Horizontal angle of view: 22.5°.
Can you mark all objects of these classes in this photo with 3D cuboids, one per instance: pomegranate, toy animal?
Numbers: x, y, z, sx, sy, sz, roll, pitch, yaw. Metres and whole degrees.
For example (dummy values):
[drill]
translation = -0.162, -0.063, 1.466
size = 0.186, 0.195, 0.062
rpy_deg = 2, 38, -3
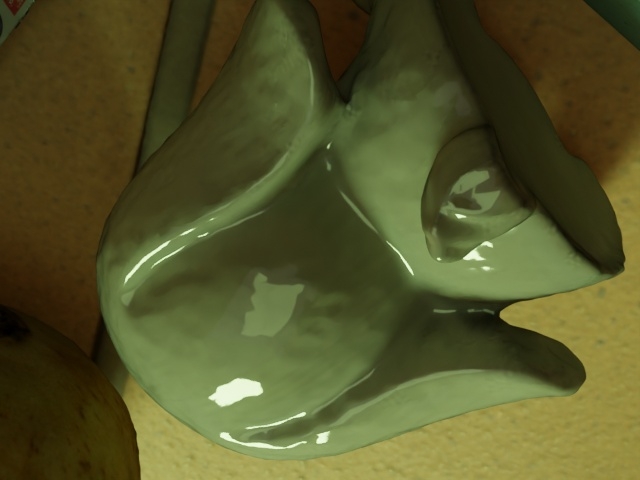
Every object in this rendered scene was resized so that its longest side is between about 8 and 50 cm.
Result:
[pomegranate]
translation = -0.234, 0.145, 0.957
size = 0.260, 0.260, 0.260
rpy_deg = 4, 118, 8
[toy animal]
translation = 0.000, 0.000, 0.861
size = 0.265, 0.206, 0.271
rpy_deg = -28, 112, 18

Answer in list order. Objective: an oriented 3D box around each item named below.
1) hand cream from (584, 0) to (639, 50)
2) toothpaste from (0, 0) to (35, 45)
[hand cream]
translation = 0.207, -0.105, 0.841
size = 0.312, 0.111, 0.070
rpy_deg = 36, 93, -14
[toothpaste]
translation = -0.221, -0.103, 0.937
size = 0.047, 0.040, 0.196
rpy_deg = 35, 118, -14
